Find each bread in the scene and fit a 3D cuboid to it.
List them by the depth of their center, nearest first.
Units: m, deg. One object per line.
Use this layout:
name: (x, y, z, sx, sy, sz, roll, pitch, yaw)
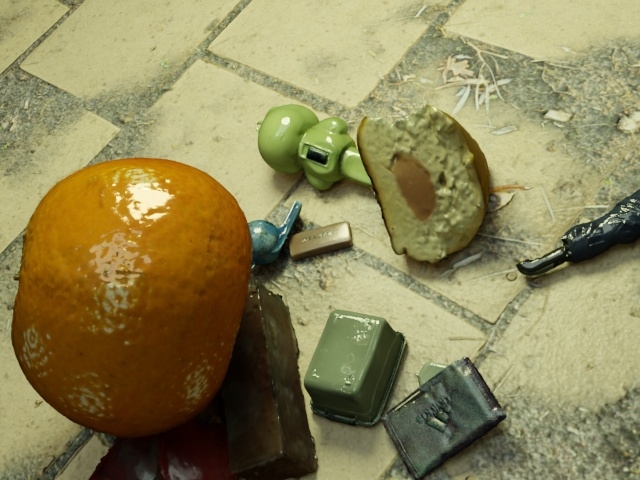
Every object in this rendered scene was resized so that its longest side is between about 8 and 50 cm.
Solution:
bread: (0.174, -0.079, 1.394, 0.184, 0.224, 0.211, -14, 60, 21)

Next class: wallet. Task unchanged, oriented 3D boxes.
wallet: (0.176, 0.258, 1.240, 0.166, 0.030, 0.111, -39, 59, 14)

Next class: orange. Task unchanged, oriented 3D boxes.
orange: (-0.277, 0.076, 1.247, 0.326, 0.424, 0.423, 14, 56, -10)

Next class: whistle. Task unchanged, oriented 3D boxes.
whistle: (-0.100, -0.011, 1.539, 0.090, 0.090, 0.157, 9, 61, 29)
whistle: (0.007, -0.169, 1.601, 0.294, 0.141, 0.141, 21, 65, 13)

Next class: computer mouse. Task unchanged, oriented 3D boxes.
computer mouse: (0.195, 0.213, 1.282, 0.110, 0.032, 0.055, 8, 79, 30)

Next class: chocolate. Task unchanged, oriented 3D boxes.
chocolate: (-0.098, 0.225, 1.363, 0.112, 0.112, 0.321, -26, 51, 17)

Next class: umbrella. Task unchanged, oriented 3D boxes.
umbrella: (0.425, -0.001, 1.329, 0.248, 0.071, 0.071, -31, 50, 9)

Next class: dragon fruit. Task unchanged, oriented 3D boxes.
dragon fruit: (-0.249, 0.353, 1.339, 0.282, 0.100, 0.343, 23, 69, 29)

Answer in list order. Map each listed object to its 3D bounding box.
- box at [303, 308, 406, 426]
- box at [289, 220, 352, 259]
box: (0.049, 0.189, 1.324, 0.124, 0.092, 0.172, 7, 59, 28)
box: (0.000, 0.000, 1.525, 0.115, 0.025, 0.048, -15, 51, 14)
